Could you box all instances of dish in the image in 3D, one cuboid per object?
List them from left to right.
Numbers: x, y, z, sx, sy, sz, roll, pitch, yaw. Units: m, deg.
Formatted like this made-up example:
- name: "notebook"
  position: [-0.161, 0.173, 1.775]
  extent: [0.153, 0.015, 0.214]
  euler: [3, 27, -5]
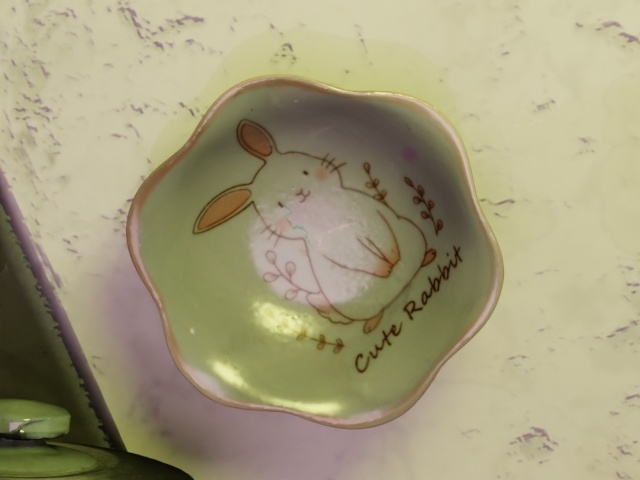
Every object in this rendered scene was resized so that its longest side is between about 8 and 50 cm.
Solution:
- name: "dish"
  position: [0.000, 0.000, 1.170]
  extent: [0.229, 0.081, 0.229]
  euler: [1, 106, 4]

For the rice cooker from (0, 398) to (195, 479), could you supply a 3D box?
- name: "rice cooker"
  position: [-0.186, 0.242, 1.136]
  extent: [0.264, 0.316, 0.316]
  euler: [6, 110, 27]
